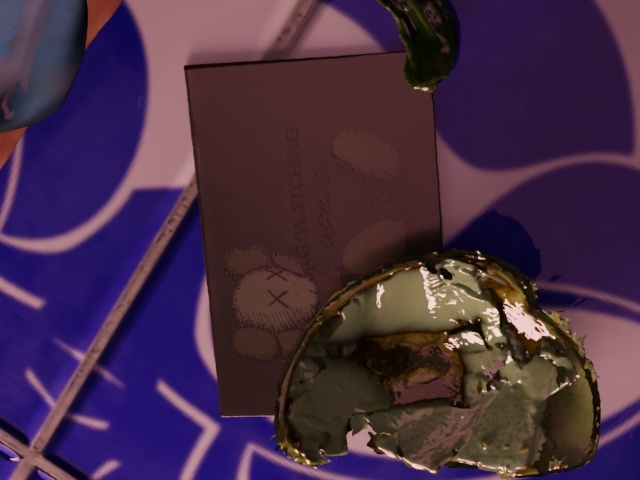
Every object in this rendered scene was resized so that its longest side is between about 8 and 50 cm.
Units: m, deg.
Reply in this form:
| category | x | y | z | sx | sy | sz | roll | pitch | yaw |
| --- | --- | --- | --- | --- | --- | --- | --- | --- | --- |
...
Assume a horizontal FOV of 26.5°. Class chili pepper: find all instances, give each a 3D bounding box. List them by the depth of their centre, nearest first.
| category | x | y | z | sx | sy | sz | roll | pitch | yaw |
| --- | --- | --- | --- | --- | --- | --- | --- | --- | --- |
| chili pepper | 0.042 | -0.117 | 0.660 | 0.030 | 0.034 | 0.091 | -19 | 99 | 47 |

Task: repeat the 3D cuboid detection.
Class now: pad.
| category | x | y | z | sx | sy | sz | roll | pitch | yaw |
| --- | --- | --- | --- | --- | --- | --- | --- | --- | --- |
| pad | 0.000 | 0.000 | 0.703 | 0.127 | 0.004 | 0.190 | -3 | 100 | 11 |

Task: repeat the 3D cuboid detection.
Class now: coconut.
| category | x | y | z | sx | sy | sz | roll | pitch | yaw |
| --- | --- | --- | --- | --- | --- | --- | --- | --- | --- |
| coconut | 0.062 | 0.063 | 0.674 | 0.158 | 0.055 | 0.133 | 15 | 103 | 5 |

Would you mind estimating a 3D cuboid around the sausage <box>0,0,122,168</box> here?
| category | x | y | z | sx | sy | sz | roll | pitch | yaw |
| --- | --- | --- | --- | --- | --- | --- | --- | --- | --- |
| sausage | -0.150 | -0.087 | 0.692 | 0.043 | 0.043 | 0.186 | 40 | 105 | 0 |

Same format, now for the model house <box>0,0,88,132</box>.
| category | x | y | z | sx | sy | sz | roll | pitch | yaw |
| --- | --- | --- | --- | --- | --- | --- | --- | --- | --- |
| model house | -0.257 | -0.196 | 0.583 | 0.303 | 0.215 | 0.237 | 42 | 128 | 24 |
